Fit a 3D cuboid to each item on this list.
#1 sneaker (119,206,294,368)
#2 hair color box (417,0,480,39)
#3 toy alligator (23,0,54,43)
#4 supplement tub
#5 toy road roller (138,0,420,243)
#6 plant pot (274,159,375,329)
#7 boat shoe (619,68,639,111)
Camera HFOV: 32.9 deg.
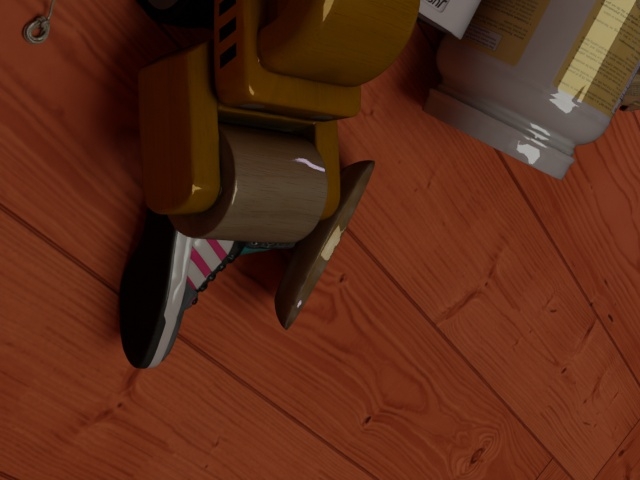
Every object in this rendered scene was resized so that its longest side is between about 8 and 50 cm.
[{"bbox_3d":[-0.119,0.011,1.251,0.178,0.124,0.296,4,112,-36],"label":"sneaker"},{"bbox_3d":[0.160,-0.440,1.219,0.185,0.113,0.375,17,103,-49],"label":"hair color box"},{"bbox_3d":[-0.224,-0.262,1.003,0.056,0.051,0.190,10,109,-47],"label":"toy alligator"},{"bbox_3d":[0.293,-0.268,1.370,0.241,0.241,0.331,16,105,-49],"label":"supplement tub"},{"bbox_3d":[-0.033,-0.167,1.057,0.202,0.240,0.330,3,85,-46],"label":"toy road roller"},{"bbox_3d":[0.000,0.000,1.345,0.236,0.032,0.236,-62,175,-9],"label":"plant pot"},{"bbox_3d":[0.497,-0.264,1.697,0.341,0.122,0.110,3,151,-43],"label":"boat shoe"}]
